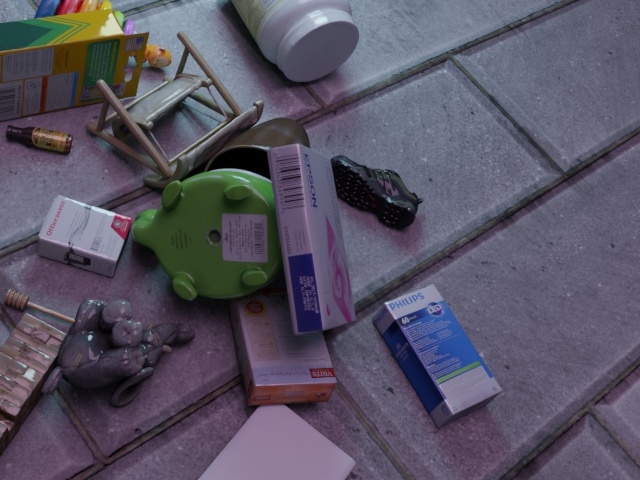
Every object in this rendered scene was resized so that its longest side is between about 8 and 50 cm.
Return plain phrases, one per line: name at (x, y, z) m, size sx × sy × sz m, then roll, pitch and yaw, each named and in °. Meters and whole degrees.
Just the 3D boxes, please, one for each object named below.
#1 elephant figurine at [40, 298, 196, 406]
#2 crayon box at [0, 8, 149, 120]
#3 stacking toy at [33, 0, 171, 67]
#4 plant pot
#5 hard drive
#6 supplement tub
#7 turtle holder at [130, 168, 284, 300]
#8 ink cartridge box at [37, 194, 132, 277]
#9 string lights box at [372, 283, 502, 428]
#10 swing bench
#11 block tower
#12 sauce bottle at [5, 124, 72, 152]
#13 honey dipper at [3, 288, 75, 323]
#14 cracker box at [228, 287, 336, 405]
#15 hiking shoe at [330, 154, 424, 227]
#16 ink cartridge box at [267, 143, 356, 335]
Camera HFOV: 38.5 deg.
elephant figurine at (-0.342, 0.204, 1.602) m, size 0.186 × 0.239 × 0.169 m, roll -1°, pitch 71°, yaw 10°
crayon box at (-0.527, -0.360, 1.872) m, size 0.323 × 0.203 × 0.083 m, roll -16°, pitch 64°, yaw -29°
stacking toy at (-0.467, -0.451, 2.010) m, size 0.302 × 0.175 × 0.165 m, roll 24°, pitch 51°, yaw -21°
plant pot at (-0.105, -0.158, 1.907) m, size 0.215 × 0.215 × 0.230 m, roll 26°, pitch 38°, yaw -2°
hard drive at (-0.101, 0.439, 1.584) m, size 0.203 × 0.040 × 0.307 m, roll 37°, pitch 52°, yaw 7°
supplement tub at (-0.072, -0.559, 2.157) m, size 0.236 × 0.235 × 0.324 m, roll -17°, pitch 65°, yaw -29°
turtle holder at (-0.193, -0.004, 1.731) m, size 0.243 × 0.320 × 0.227 m, roll 61°, pitch 19°, yaw 0°
ink cartridge box at (-0.449, -0.008, 1.747) m, size 0.151 × 0.063 × 0.109 m, roll 18°, pitch 53°, yaw -8°
string lights box at (0.231, 0.226, 1.830) m, size 0.133 × 0.076 × 0.259 m, roll -18°, pitch 65°, yaw -30°
swing bench at (-0.301, -0.256, 1.912) m, size 0.255 × 0.165 × 0.253 m, roll 43°, pitch 53°, yaw 7°
block tower at (-0.538, 0.284, 1.498) m, size 0.091 × 0.097 × 0.335 m, roll 28°, pitch 54°, yaw 0°
sauce bottle at (-0.568, -0.207, 1.853) m, size 0.128 × 0.042 × 0.042 m, roll 8°, pitch 55°, yaw -14°
honey dipper at (-0.492, 0.131, 1.661) m, size 0.161 × 0.030 × 0.030 m, roll 24°, pitch 52°, yaw -9°
cracker box at (-0.075, 0.195, 1.720) m, size 0.156 × 0.067 × 0.232 m, roll 1°, pitch 44°, yaw -20°
hiking shoe at (0.120, -0.121, 2.037) m, size 0.227 × 0.086 × 0.114 m, roll 36°, pitch 39°, yaw -1°
ink cartridge box at (0.000, 0.000, 1.694) m, size 0.072 × 0.330 × 0.324 m, roll -10°, pitch 87°, yaw 15°
